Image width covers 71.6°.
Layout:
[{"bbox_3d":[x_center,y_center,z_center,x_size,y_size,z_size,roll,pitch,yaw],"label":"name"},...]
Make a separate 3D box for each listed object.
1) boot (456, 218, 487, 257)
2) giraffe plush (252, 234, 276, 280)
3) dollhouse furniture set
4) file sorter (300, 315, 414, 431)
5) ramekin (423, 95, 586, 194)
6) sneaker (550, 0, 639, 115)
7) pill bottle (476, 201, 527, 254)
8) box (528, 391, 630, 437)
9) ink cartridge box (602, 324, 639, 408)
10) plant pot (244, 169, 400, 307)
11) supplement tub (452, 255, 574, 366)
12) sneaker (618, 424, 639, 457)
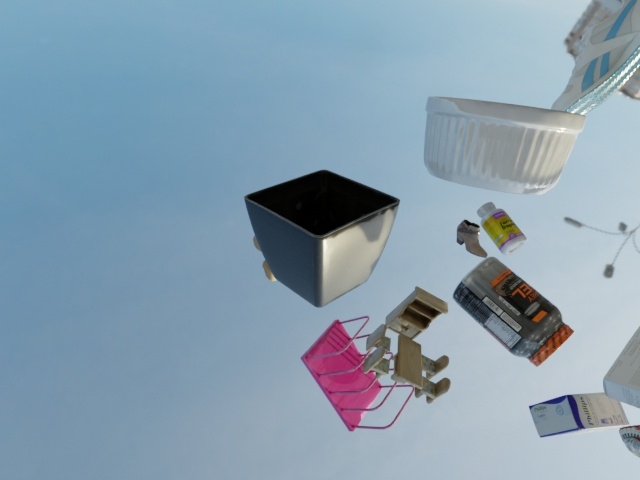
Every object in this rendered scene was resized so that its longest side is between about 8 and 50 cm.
[{"bbox_3d":[0.468,-0.009,1.355,0.119,0.086,0.042,31,-136,24],"label":"boot"},{"bbox_3d":[-0.113,0.007,1.252,0.171,0.181,0.210,36,-178,32],"label":"giraffe plush"},{"bbox_3d":[0.256,0.273,1.203,0.212,0.161,0.242,29,-143,-11],"label":"dollhouse furniture set"},{"bbox_3d":[0.127,0.406,1.374,0.202,0.182,0.290,-40,-79,-44],"label":"file sorter"},{"bbox_3d":[0.246,-0.135,0.628,0.208,0.108,0.207,7,-162,-2],"label":"ramekin"},{"bbox_3d":[0.488,-0.312,0.774,0.088,0.228,0.092,-2,-132,-45],"label":"sneaker"},{"bbox_3d":[0.283,-0.021,0.700,0.044,0.043,0.083,-9,-125,-28],"label":"pill bottle"},{"bbox_3d":[0.561,0.382,0.970,0.137,0.126,0.072,3,-121,-15],"label":"box"},{"bbox_3d":[0.671,0.243,0.793,0.189,0.066,0.232,-37,-151,-24],"label":"ink cartridge box"},{"bbox_3d":[0.000,0.000,0.768,0.188,0.166,0.188,-25,-140,-36],"label":"plant pot"},{"bbox_3d":[0.619,0.229,1.441,0.207,0.207,0.338,-24,-123,-36],"label":"supplement tub"},{"bbox_3d":[0.590,0.371,0.776,0.088,0.225,0.092,-6,-117,21],"label":"sneaker"}]
